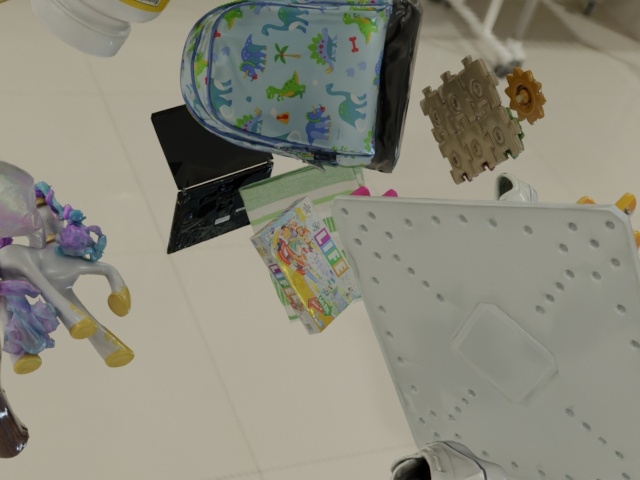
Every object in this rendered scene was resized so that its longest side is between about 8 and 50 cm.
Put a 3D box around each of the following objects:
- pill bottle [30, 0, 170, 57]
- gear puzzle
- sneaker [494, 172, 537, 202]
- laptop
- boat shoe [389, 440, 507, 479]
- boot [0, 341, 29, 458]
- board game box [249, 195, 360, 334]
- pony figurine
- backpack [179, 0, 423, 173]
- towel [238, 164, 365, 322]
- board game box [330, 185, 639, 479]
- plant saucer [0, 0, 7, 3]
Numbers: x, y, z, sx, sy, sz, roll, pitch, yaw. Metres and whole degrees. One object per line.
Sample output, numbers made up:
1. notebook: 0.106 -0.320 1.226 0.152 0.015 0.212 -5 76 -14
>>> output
1. pill bottle: -0.258 -0.425 1.464 0.188 0.334 0.188 32 25 -17
2. gear puzzle: 0.263 -0.203 1.666 0.044 0.339 0.176 -24 88 -20
3. sneaker: 0.372 -0.039 2.064 0.091 0.094 0.258 30 30 -15
4. laptop: -0.225 -0.137 2.120 0.234 0.264 0.136 -21 55 -35
5. boat shoe: 0.110 0.245 1.081 0.084 0.258 0.095 9 76 -9
6. boot: -0.333 0.057 0.769 0.248 0.207 0.090 20 50 20
7. board game box: -0.016 0.033 1.411 0.103 0.026 0.154 -42 106 -39
8. pony figurine: -0.486 0.041 1.718 0.351 0.303 0.363 2 45 -50
9. backpack: -0.039 -0.255 1.634 0.355 0.290 0.273 11 13 5
10. towel: 0.000 0.000 2.170 0.247 0.325 0.038 -18 28 -1
11. board game box: 0.219 0.117 1.206 0.390 0.390 0.050 5 34 46
12. plant saucer: -0.256 -0.370 1.112 0.081 0.333 0.333 46 29 -6
